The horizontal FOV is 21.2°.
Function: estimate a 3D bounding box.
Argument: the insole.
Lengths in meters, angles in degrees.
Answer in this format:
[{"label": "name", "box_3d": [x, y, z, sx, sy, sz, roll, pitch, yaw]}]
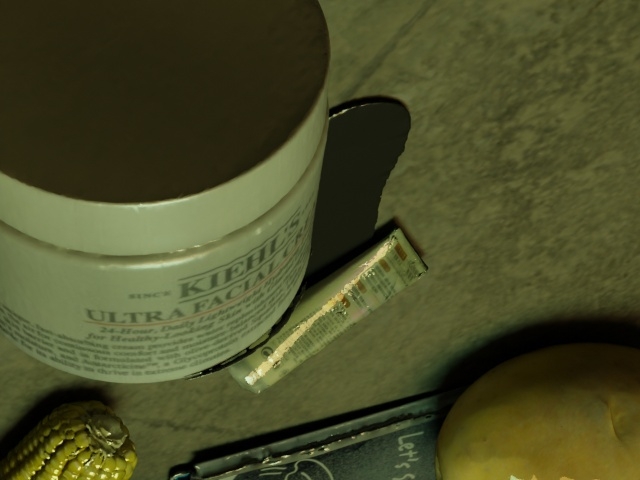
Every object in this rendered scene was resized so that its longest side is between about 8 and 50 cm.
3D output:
[{"label": "insole", "box_3d": [0.000, 0.000, 1.059, 0.086, 0.005, 0.253, -7, 144, -25]}]

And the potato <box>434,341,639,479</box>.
[{"label": "potato", "box_3d": [0.190, 0.150, 1.268, 0.234, 0.150, 0.146, -7, 177, -37]}]

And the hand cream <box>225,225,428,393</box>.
[{"label": "hand cream", "box_3d": [0.001, 0.044, 1.092, 0.143, 0.039, 0.061, -35, 141, 0]}]

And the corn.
[{"label": "corn", "box_3d": [-0.198, 0.178, 1.132, 0.203, 0.072, 0.072, -42, 143, 26]}]

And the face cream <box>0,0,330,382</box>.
[{"label": "face cream", "box_3d": [-0.086, -0.042, 0.788, 0.177, 0.177, 0.153, -15, 147, -13]}]

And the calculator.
[{"label": "calculator", "box_3d": [0.015, 0.184, 1.309, 0.274, 0.028, 0.165, -14, 143, -18]}]
